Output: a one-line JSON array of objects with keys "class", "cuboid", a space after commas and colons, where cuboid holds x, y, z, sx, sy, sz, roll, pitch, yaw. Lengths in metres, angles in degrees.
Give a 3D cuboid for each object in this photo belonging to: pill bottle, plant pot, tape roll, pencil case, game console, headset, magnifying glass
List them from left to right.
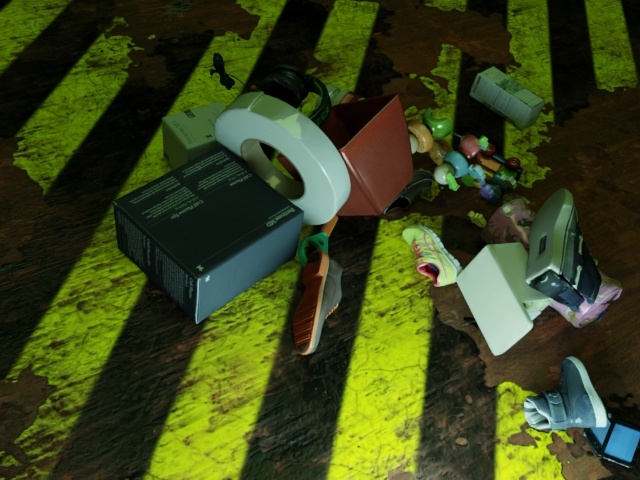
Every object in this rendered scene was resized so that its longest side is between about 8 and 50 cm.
[{"class": "headset", "cuboid": [-0.152, -0.413, 1.907, 0.394, 0.185, 0.243, 28, 63, 37]}, {"class": "tape roll", "cuboid": [-0.101, -0.201, 1.734, 0.392, 0.392, 0.072, 31, 64, 16]}, {"class": "magnifying glass", "cuboid": [0.000, 0.000, 1.801, 0.092, 0.026, 0.231, 50, 39, -17]}, {"class": "pill bottle", "cuboid": [0.100, -0.399, 2.140, 0.221, 0.121, 0.121, 31, 50, 16]}, {"class": "plant pot", "cuboid": [0.094, -0.211, 1.832, 0.267, 0.235, 0.267, 2, 41, 49]}, {"class": "pencil case", "cuboid": [0.606, 0.053, 1.812, 0.386, 0.160, 0.167, 48, 23, 29]}, {"class": "game console", "cuboid": [0.663, 0.431, 1.532, 0.107, 0.071, 0.122, 54, 50, -11]}]

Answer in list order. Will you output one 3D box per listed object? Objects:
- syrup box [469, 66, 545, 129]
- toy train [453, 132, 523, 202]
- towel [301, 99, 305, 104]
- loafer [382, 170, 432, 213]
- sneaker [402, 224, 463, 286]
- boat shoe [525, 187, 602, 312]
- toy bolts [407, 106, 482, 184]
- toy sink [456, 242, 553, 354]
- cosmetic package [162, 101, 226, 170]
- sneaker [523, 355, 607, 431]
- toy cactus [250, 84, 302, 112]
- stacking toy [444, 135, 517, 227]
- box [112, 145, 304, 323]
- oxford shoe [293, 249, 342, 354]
[{"class": "syrup box", "cuboid": [0.646, -0.496, 2.358, 0.093, 0.096, 0.237, -31, 60, -35]}, {"class": "toy train", "cuboid": [0.477, -0.224, 2.084, 0.248, 0.105, 0.143, 33, 64, 18]}, {"class": "towel", "cuboid": [-0.143, -0.406, 2.163, 0.102, 0.021, 0.237, 24, 48, 12]}, {"class": "loafer", "cuboid": [0.241, -0.128, 1.960, 0.220, 0.080, 0.078, -26, 62, -19]}, {"class": "sneaker", "cuboid": [0.281, 0.040, 1.807, 0.094, 0.081, 0.208, -26, 58, -28]}, {"class": "boat shoe", "cuboid": [0.612, 0.026, 1.686, 0.158, 0.127, 0.340, 35, 51, -9]}, {"class": "toy bolts", "cuboid": [0.346, -0.241, 1.999, 0.158, 0.218, 0.228, -39, 54, -17]}, {"class": "toy sink", "cuboid": [0.469, 0.144, 1.684, 0.131, 0.152, 0.234, -3, 54, -29]}, {"class": "cosmetic package", "cuboid": [-0.328, -0.270, 1.911, 0.184, 0.151, 0.151, -23, 56, -29]}, {"class": "sneaker", "cuboid": [0.543, 0.352, 1.573, 0.164, 0.086, 0.226, -11, 22, 8]}, {"class": "toy cactus", "cuboid": [-0.158, -0.382, 2.046, 0.219, 0.112, 0.180, 6, 36, -11]}, {"class": "stacking toy", "cuboid": [0.455, -0.165, 1.917, 0.167, 0.221, 0.052, -49, 37, -11]}, {"class": "box", "cuboid": [-0.274, -0.025, 1.682, 0.312, 0.179, 0.343, 39, 52, 23]}, {"class": "oxford shoe", "cuboid": [0.006, 0.155, 1.637, 0.098, 0.097, 0.271, 29, 56, -28]}]
